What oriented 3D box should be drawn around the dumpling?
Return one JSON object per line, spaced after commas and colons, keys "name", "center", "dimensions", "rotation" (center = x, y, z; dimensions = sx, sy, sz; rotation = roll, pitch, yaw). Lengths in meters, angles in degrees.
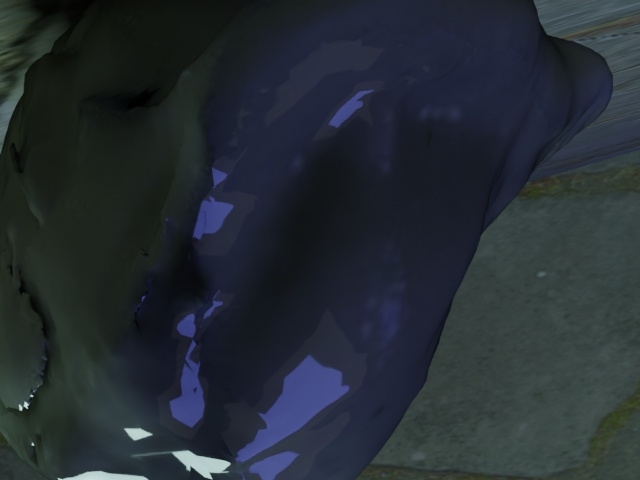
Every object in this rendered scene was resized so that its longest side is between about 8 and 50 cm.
{"name": "dumpling", "center": [0.000, 0.000, 0.615], "dimensions": [0.243, 0.187, 0.318], "rotation": [-10, 172, -27]}
